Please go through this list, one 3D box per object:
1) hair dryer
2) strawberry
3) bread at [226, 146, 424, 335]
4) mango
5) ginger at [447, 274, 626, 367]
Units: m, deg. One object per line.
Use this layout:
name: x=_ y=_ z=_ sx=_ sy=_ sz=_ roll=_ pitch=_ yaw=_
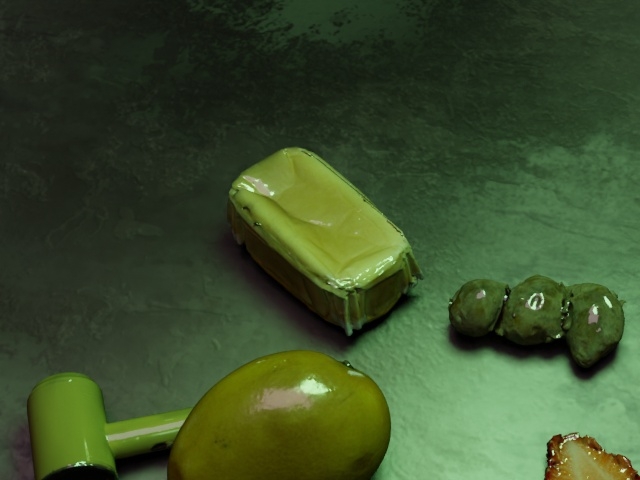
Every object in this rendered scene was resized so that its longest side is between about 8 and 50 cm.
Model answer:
hair dryer: x=-0.190 y=0.208 z=1.707 sx=0.279 sy=0.090 sz=0.135 roll=-10 pitch=50 yaw=-8
strawberry: x=0.294 y=0.269 z=1.619 sx=0.104 sy=0.048 sz=0.152 roll=-19 pitch=39 yaw=1
bread: x=0.000 y=0.000 z=1.819 sx=0.136 sy=0.107 sz=0.241 roll=-35 pitch=57 yaw=-22
mango: x=-0.049 y=0.213 z=1.624 sx=0.254 sy=0.139 sz=0.175 roll=-18 pitch=95 yaw=-6
ginger: x=0.250 y=0.085 z=1.741 sx=0.204 sy=0.080 sz=0.104 roll=11 pitch=60 yaw=12
